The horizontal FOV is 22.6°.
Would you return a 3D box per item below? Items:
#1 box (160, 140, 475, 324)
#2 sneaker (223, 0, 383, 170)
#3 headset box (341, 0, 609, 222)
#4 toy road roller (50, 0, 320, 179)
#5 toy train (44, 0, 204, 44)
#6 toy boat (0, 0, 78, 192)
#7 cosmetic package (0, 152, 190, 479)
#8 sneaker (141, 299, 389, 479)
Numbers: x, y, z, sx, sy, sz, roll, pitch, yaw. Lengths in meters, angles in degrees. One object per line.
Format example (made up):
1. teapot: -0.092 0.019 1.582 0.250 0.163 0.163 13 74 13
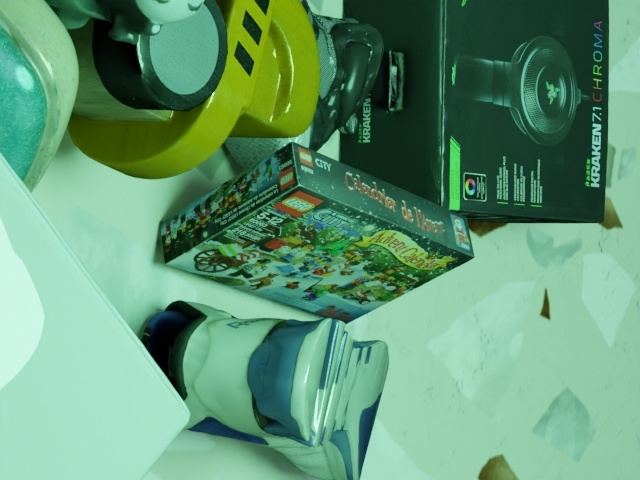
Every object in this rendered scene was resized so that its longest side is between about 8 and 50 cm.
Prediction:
1. box: 0.000 0.000 1.388 0.233 0.159 0.044 21 51 -44
2. sneaker: -0.031 -0.198 1.403 0.153 0.101 0.268 -29 117 -43
3. headset box: 0.148 -0.143 1.562 0.283 0.131 0.246 4 87 -45
4. toy road roller: -0.108 -0.209 1.250 0.241 0.203 0.329 26 73 -49
5. toy train: -0.189 -0.243 1.084 0.142 0.334 0.190 6 99 -54
6. toy boat: -0.319 -0.125 1.038 0.318 0.267 0.148 42 49 -3
7. cosmetic package: -0.360 0.116 0.893 0.393 0.329 0.327 -52 124 -31
8. sneaker: -0.054 0.116 1.364 0.315 0.182 0.127 52 52 -69
